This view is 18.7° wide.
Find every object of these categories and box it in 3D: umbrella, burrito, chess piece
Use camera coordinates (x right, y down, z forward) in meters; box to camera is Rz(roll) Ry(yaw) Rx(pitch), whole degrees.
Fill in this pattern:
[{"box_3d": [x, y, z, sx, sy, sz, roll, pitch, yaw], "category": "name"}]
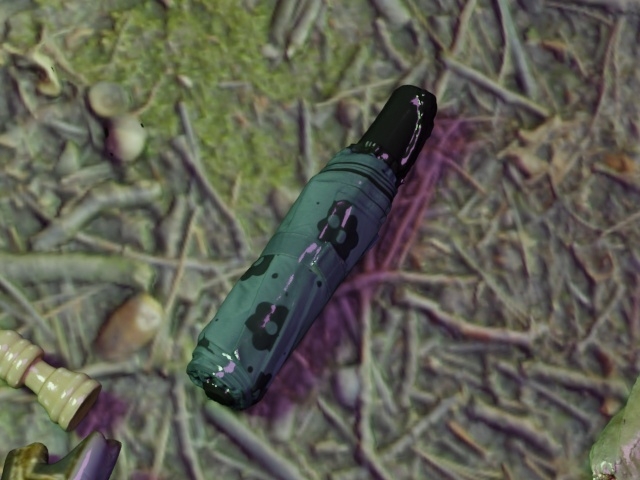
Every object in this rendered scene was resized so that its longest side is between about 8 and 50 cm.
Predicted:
[{"box_3d": [-0.001, 0.000, 1.217, 0.053, 0.052, 0.250, 15, 59, 34], "category": "umbrella"}, {"box_3d": [0.225, 0.099, 1.220, 0.058, 0.045, 0.188, 34, 66, 13], "category": "burrito"}, {"box_3d": [-0.177, 0.074, 1.159, 0.092, 0.035, 0.035, 34, 65, 9], "category": "chess piece"}]

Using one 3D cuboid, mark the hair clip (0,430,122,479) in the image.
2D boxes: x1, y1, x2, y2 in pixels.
[{"box_3d": [-0.184, 0.233, 1.065, 0.106, 0.084, 0.292, 40, 58, -41], "category": "hair clip"}]
